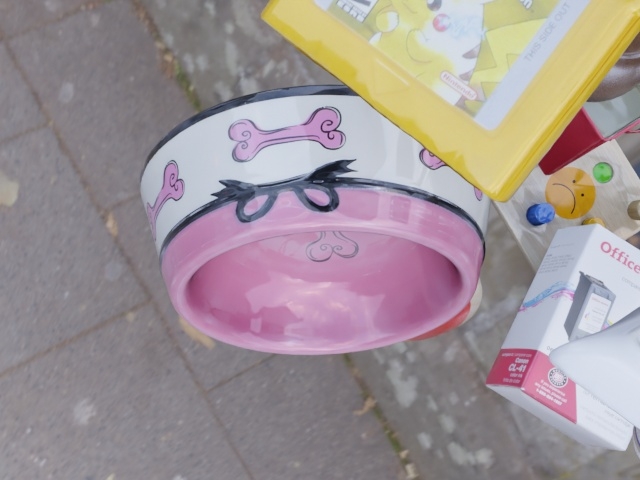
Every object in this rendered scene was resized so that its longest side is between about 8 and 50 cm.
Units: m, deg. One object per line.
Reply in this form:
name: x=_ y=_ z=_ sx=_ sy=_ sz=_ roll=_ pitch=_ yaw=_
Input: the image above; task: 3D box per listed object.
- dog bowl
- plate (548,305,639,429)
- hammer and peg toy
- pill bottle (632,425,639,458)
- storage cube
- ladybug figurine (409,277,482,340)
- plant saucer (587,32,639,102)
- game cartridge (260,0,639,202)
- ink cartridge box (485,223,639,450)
dog bowl: x=0.000 y=0.000 z=1.377 sx=0.408 sy=0.408 sz=0.150 roll=7 pitch=60 yaw=-19
plate: x=0.358 y=0.137 z=1.022 sx=0.277 sy=0.045 sz=0.278 roll=37 pitch=25 yaw=23
hammer and peg toy: x=0.412 y=-0.125 z=2.208 sx=0.266 sy=0.127 sz=0.361 roll=-33 pitch=92 yaw=-6
pill bottle: x=0.412 y=0.175 z=1.320 sx=0.112 sy=0.186 sz=0.112 roll=1 pitch=52 yaw=-1
storage cube: x=0.367 y=-0.225 z=1.674 sx=0.184 sy=0.193 sz=0.215 roll=-30 pitch=87 yaw=-17
ladybug figurine: x=0.082 y=0.051 z=2.025 sx=0.162 sy=0.449 sz=0.305 roll=-45 pitch=114 yaw=-21
plant saucer: x=0.297 y=-0.299 z=1.258 sx=0.311 sy=0.050 sz=0.310 roll=-2 pitch=94 yaw=-38
game cartridge: x=0.142 y=-0.242 z=1.034 sx=0.285 sy=0.053 sz=0.323 roll=40 pitch=104 yaw=20
ink cartridge box: x=0.441 y=0.156 z=1.995 sx=0.226 sy=0.131 sz=0.306 roll=31 pitch=78 yaw=-15
